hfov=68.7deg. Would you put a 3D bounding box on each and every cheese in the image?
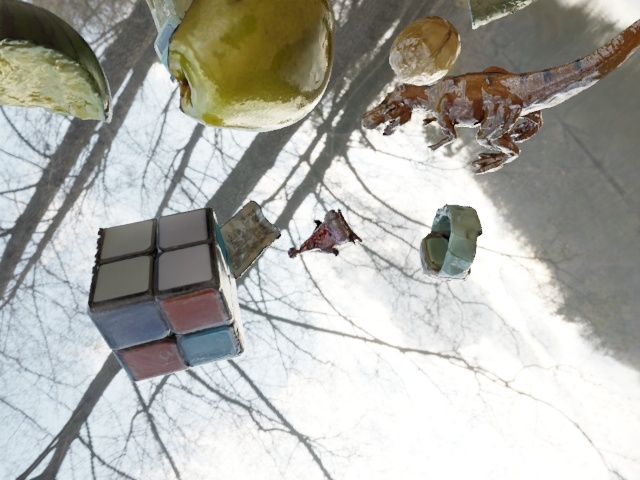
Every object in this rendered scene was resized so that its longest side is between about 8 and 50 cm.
[{"bbox_3d":[-0.425,-0.664,1.347,0.093,0.159,0.263,-41,-50,-38],"label":"cheese"}]

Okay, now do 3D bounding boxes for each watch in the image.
[{"bbox_3d":[0.405,-0.005,1.445,0.161,0.241,0.253,4,-143,0],"label":"watch"}]

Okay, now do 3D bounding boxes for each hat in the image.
[{"bbox_3d":[0.002,0.003,1.458,0.140,0.227,0.129,59,-174,-3],"label":"hat"}]

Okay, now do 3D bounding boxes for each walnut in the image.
[{"bbox_3d":[0.266,-0.487,1.211,0.159,0.206,0.159,2,-95,-22],"label":"walnut"}]

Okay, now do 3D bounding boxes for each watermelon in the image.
[{"bbox_3d":[-0.543,-0.330,0.835,0.330,0.190,0.331,15,-178,0],"label":"watermelon"}]

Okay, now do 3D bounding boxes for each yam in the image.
[{"bbox_3d":[0.487,-0.658,1.268,0.107,0.194,0.108,-22,-90,-79],"label":"yam"}]

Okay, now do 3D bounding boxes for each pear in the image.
[{"bbox_3d":[-0.090,-0.363,0.928,0.191,0.340,0.386,28,-119,21],"label":"pear"}]

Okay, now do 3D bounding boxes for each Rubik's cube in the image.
[{"bbox_3d":[-0.395,0.138,1.253,0.316,0.313,0.319,-110,10,-45],"label":"Rubik's cube"}]

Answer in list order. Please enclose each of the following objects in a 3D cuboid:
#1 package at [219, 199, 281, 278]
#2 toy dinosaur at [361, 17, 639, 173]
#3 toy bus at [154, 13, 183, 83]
[{"bbox_3d":[-0.251,-0.004,1.525,0.166,0.232,0.040,46,178,-6],"label":"package"},{"bbox_3d":[0.281,-0.198,0.685,0.208,0.431,0.097,42,-133,-47],"label":"toy dinosaur"},{"bbox_3d":[-0.297,-0.497,1.264,0.165,0.133,0.271,54,-149,15],"label":"toy bus"}]
